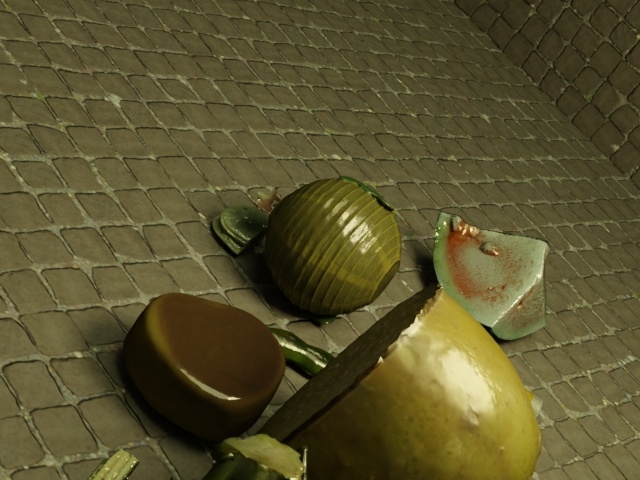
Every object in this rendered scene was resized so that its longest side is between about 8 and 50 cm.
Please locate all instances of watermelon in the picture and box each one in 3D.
[{"bbox_3d":[0.354,0.071,2.474,0.320,0.213,0.289,45,29,-9],"label":"watermelon"}]

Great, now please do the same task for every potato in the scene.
[{"bbox_3d":[0.120,0.290,1.702,0.319,0.385,0.442,46,-5,2],"label":"potato"}]

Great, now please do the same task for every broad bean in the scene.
[{"bbox_3d":[-0.049,0.180,2.047,0.297,0.043,0.060,26,41,-16],"label":"broad bean"}]

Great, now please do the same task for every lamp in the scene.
[{"bbox_3d":[0.000,0.000,2.177,0.284,0.250,0.250,33,27,11],"label":"lamp"}]

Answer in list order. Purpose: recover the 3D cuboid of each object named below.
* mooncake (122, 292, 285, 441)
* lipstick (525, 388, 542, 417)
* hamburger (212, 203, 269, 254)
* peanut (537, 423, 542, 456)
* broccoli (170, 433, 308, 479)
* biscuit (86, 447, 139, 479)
[{"bbox_3d":[-0.166,0.191,1.823,0.234,0.117,0.235,26,32,-18],"label":"mooncake"},{"bbox_3d":[0.284,0.248,2.293,0.264,0.059,0.059,32,29,-9],"label":"lipstick"},{"bbox_3d":[-0.146,-0.026,2.242,0.084,0.054,0.121,42,36,7],"label":"hamburger"},{"bbox_3d":[0.253,0.330,2.052,0.318,0.148,0.148,0,44,-43],"label":"peanut"},{"bbox_3d":[-0.098,0.369,1.467,0.321,0.284,0.304,22,13,2],"label":"broccoli"},{"bbox_3d":[-0.298,0.346,1.410,0.052,0.150,0.252,37,29,0],"label":"biscuit"}]
